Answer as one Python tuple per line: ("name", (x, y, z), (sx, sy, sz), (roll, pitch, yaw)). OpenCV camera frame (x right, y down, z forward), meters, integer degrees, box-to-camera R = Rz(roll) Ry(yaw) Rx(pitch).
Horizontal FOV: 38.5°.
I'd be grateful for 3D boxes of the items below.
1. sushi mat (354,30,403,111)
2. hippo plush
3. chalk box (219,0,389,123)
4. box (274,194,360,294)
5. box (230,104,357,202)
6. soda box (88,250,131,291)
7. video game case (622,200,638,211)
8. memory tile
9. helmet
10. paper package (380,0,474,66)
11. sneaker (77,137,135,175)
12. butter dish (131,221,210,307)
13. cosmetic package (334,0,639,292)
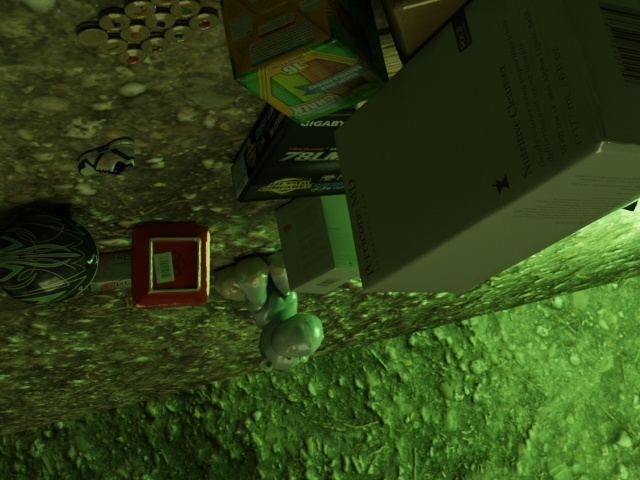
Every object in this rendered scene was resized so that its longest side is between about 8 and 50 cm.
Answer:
("sushi mat", (0.196, -0.242, 1.262), (0.316, 0.019, 0.151), (-13, 133, 0))
("hippo plush", (-0.118, 0.175, 2.078), (0.234, 0.237, 0.294), (3, 157, -39))
("chalk box", (-0.006, -0.231, 1.093), (0.132, 0.132, 0.213), (-19, 161, 23))
("box", (0.000, 0.000, 1.732), (0.091, 0.171, 0.130), (7, 154, -42))
("box", (0.036, -0.156, 1.452), (0.295, 0.073, 0.293), (-5, 161, -24))
("soda box", (-0.375, 0.058, 1.838), (0.183, 0.063, 0.058), (-6, 162, -17))
("video game case", (0.411, -0.131, 1.416), (0.196, 0.026, 0.274), (16, 163, 15))
("memory tile", (-0.205, -0.254, 1.089), (0.148, 0.012, 0.113), (-20, 160, 23))
("helmet", (-0.466, 0.031, 1.545), (0.169, 0.170, 0.161), (-4, 177, -23))
("paper package", (0.223, -0.288, 1.015), (0.309, 0.168, 0.325), (-14, 163, 11))
("sneaker", (-0.324, -0.116, 1.380), (0.109, 0.044, 0.040), (-20, 162, 29))
("butter dish", (-0.303, 0.044, 1.760), (0.159, 0.160, 0.118), (0, -178, -33))
("cosmetic package", (0.181, -0.101, 0.950), (0.156, 0.217, 0.385), (2, 157, -31))
